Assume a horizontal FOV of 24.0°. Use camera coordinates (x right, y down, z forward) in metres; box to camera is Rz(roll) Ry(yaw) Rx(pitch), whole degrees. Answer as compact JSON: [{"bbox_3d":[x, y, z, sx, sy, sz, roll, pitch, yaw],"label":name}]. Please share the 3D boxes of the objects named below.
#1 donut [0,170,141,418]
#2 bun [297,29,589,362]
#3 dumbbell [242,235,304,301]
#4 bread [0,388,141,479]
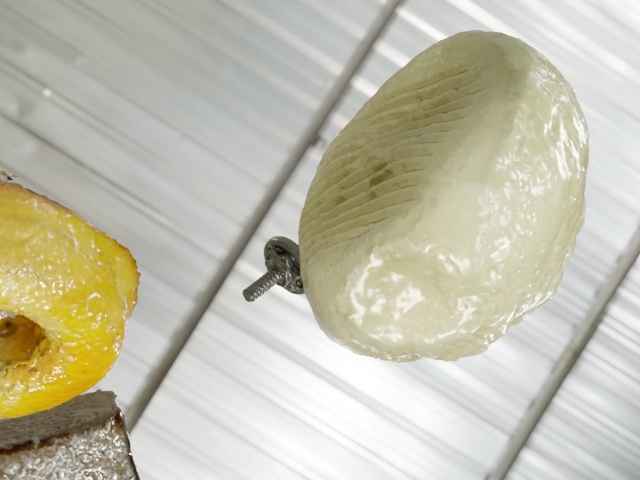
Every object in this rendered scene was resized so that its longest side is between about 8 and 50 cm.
[{"bbox_3d":[-0.282,0.055,1.303,0.253,0.253,0.118,-54,-145,40],"label":"donut"},{"bbox_3d":[0.141,-0.030,1.542,0.349,0.227,0.352,-16,-136,57],"label":"bun"},{"bbox_3d":[0.000,0.000,1.825,0.254,0.081,0.081,-37,173,-32],"label":"dumbbell"},{"bbox_3d":[-0.220,0.356,1.511,0.165,0.417,0.113,-20,-158,-10],"label":"bread"}]
